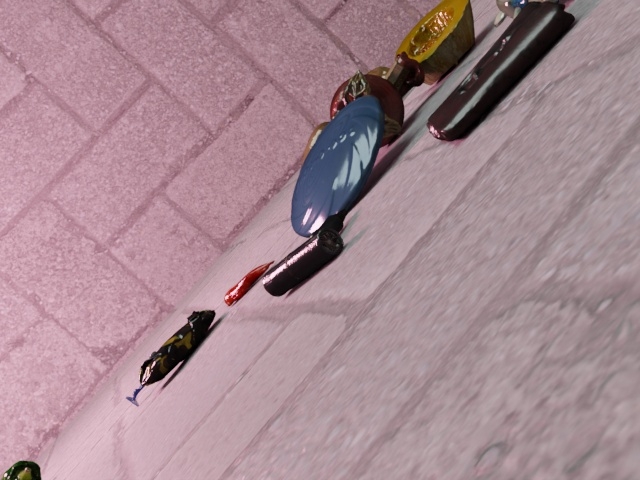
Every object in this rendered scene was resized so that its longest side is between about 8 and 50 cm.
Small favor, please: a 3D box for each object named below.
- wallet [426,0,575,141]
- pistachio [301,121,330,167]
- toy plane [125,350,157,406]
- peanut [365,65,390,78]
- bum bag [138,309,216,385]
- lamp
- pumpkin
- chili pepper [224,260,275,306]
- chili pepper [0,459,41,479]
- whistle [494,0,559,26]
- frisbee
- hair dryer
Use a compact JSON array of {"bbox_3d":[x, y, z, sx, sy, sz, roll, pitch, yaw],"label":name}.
[{"bbox_3d":[0.235,-0.228,1.304,0.229,0.049,0.182,-48,9,6],"label":"wallet"},{"bbox_3d":[0.010,-0.218,2.417,0.185,0.108,0.126,-61,12,-9],"label":"pistachio"},{"bbox_3d":[-0.359,0.287,2.091,0.167,0.054,0.062,-49,-18,-25],"label":"toy plane"},{"bbox_3d":[0.123,-0.358,2.517,0.196,0.110,0.233,-47,4,48],"label":"peanut"},{"bbox_3d":[-0.296,0.220,1.994,0.232,0.060,0.106,-49,-2,-37],"label":"bum bag"},{"bbox_3d":[0.105,-0.277,1.925,0.215,0.151,0.223,-54,9,25],"label":"lamp"},{"bbox_3d":[0.264,-0.418,2.053,0.217,0.110,0.217,-39,20,17],"label":"pumpkin"},{"bbox_3d":[-0.154,0.089,2.011,0.178,0.027,0.045,-40,9,36],"label":"chili pepper"},{"bbox_3d":[-0.775,0.638,2.432,0.136,0.099,0.270,-41,-4,-45],"label":"chili pepper"},{"bbox_3d":[0.330,-0.377,1.479,0.114,0.077,0.235,-56,11,7],"label":"whistle"},{"bbox_3d":[0.015,-0.142,1.745,0.289,0.049,0.289,-46,29,35],"label":"frisbee"},{"bbox_3d":[0.010,-0.008,1.479,0.173,0.050,0.195,-35,11,50],"label":"hair dryer"}]
